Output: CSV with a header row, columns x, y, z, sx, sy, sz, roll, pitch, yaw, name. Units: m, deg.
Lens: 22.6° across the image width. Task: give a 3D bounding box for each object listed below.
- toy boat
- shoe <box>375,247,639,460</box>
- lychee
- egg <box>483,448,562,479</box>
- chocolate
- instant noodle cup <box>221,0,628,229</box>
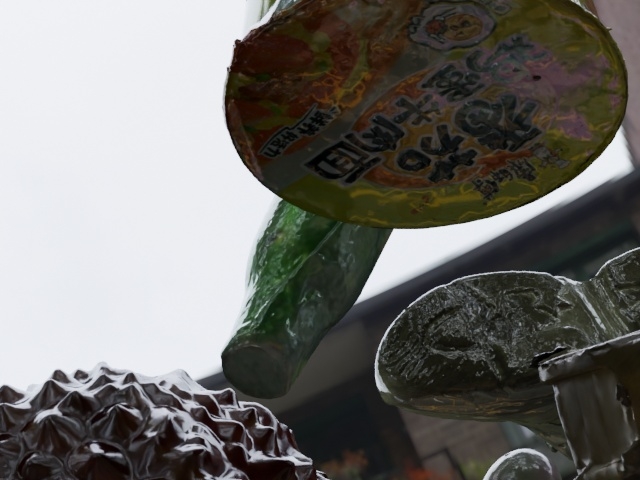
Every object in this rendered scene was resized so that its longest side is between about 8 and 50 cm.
x,y,z,sx,sy,sz,roll,pitch,yaw,name
0.385,0.089,1.169,0.446,0.136,0.162,-17,-13,8,toy boat
0.212,0.130,1.439,0.342,0.132,0.210,-11,-44,-14,shoe
-0.175,0.300,1.209,0.425,0.424,0.500,18,-13,-37,lychee
0.247,0.325,1.987,0.103,0.103,0.135,20,-91,-39,egg
0.000,0.000,1.197,0.110,0.291,0.110,12,-48,13,chocolate
0.065,-0.159,1.062,0.264,0.200,0.264,0,-34,0,instant noodle cup
